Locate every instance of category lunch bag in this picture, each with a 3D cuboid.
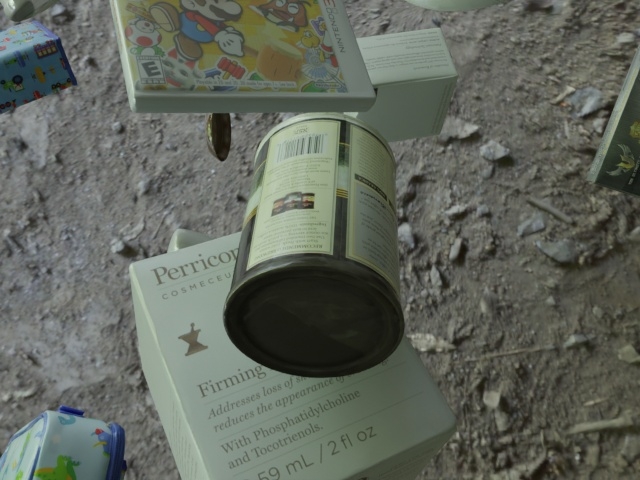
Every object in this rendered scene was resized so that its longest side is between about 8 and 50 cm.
[{"bbox_3d":[-0.784,-0.468,1.633,0.220,0.293,0.138,-29,142,-21],"label":"lunch bag"},{"bbox_3d":[-0.251,0.250,0.586,0.090,0.176,0.219,20,147,-28],"label":"lunch bag"}]

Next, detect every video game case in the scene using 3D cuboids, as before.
[{"bbox_3d":[-0.076,-0.210,0.601,0.226,0.207,0.026,-6,158,-26],"label":"video game case"}]

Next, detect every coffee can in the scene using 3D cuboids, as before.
[{"bbox_3d":[0.000,0.000,0.813,0.201,0.276,0.202,2,135,2],"label":"coffee can"}]

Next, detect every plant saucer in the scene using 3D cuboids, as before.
[{"bbox_3d":[-0.271,-0.291,1.707,0.029,0.168,0.169,0,110,9],"label":"plant saucer"}]

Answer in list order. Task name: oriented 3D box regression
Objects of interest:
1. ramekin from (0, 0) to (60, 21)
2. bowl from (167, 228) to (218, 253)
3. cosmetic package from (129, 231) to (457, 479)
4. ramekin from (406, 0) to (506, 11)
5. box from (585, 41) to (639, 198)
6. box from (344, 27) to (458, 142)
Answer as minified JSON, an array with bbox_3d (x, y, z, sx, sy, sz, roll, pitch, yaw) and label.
[{"bbox_3d":[-0.572,-0.584,1.347,0.272,0.273,0.127,-30,109,18],"label":"ramekin"},{"bbox_3d":[-0.337,0.046,1.730,0.142,0.053,0.142,17,133,-13],"label":"bowl"},{"bbox_3d":[-0.069,0.229,0.992,0.329,0.394,0.328,-18,148,-22],"label":"cosmetic package"},{"bbox_3d":[0.197,-0.452,0.853,0.277,0.277,0.135,-12,149,14],"label":"ramekin"},{"bbox_3d":[0.510,-0.164,0.918,0.182,0.056,0.231,19,102,5],"label":"box"},{"bbox_3d":[0.140,-0.282,1.217,0.181,0.181,0.119,-9,64,-7],"label":"box"}]
